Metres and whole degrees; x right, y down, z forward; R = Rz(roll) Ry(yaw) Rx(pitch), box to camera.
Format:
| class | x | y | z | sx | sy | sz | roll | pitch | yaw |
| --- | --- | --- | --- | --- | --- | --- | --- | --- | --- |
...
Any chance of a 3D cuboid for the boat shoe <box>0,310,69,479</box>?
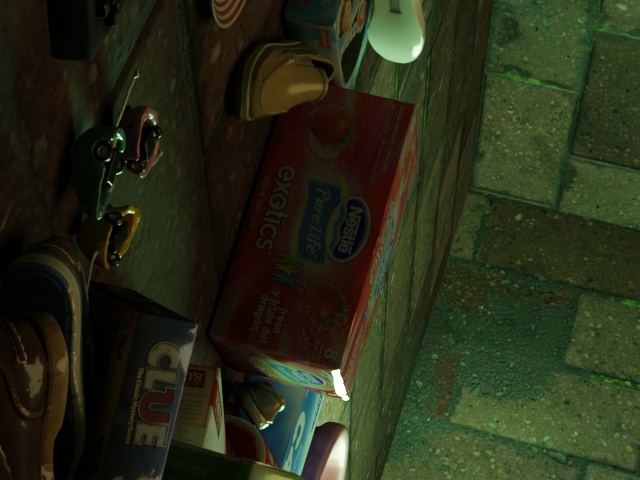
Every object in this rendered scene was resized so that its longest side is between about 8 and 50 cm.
| class | x | y | z | sx | sy | sz | roll | pitch | yaw |
| --- | --- | --- | --- | --- | --- | --- | --- | --- | --- |
| boat shoe | -0.198 | 0.137 | 0.854 | 0.073 | 0.073 | 0.207 | -13 | 120 | -36 |

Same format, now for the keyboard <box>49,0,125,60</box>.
| class | x | y | z | sx | sy | sz | roll | pitch | yaw |
| --- | --- | --- | --- | --- | --- | --- | --- | --- | --- |
| keyboard | -0.134 | -0.239 | 0.782 | 0.201 | 0.033 | 0.317 | -65 | 164 | -47 |

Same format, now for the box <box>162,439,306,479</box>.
| class | x | y | z | sx | sy | sz | roll | pitch | yaw |
| --- | --- | --- | --- | --- | --- | --- | --- | --- | --- |
| box | -0.136 | 0.298 | 1.007 | 0.058 | 0.232 | 0.322 | 21 | 80 | -36 |

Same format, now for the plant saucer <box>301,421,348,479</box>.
| class | x | y | z | sx | sy | sz | roll | pitch | yaw |
| --- | --- | --- | --- | --- | --- | --- | --- | --- | --- |
| plant saucer | -0.043 | 0.412 | 2.019 | 0.332 | 0.084 | 0.332 | 14 | 90 | -81 |

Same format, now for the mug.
| class | x | y | z | sx | sy | sz | roll | pitch | yaw |
| --- | --- | --- | --- | --- | --- | --- | --- | --- | --- |
| mug | -0.100 | 0.243 | 1.496 | 0.113 | 0.150 | 0.169 | -36 | 153 | -12 |

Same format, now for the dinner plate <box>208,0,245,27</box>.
| class | x | y | z | sx | sy | sz | roll | pitch | yaw |
| --- | --- | --- | --- | --- | --- | --- | --- | --- | --- |
| dinner plate | -0.071 | -0.243 | 1.160 | 0.141 | 0.017 | 0.141 | 15 | 90 | -80 |

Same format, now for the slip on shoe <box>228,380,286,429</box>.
| class | x | y | z | sx | sy | sz | roll | pitch | yaw |
| --- | --- | --- | --- | --- | --- | --- | --- | --- | --- |
| slip on shoe | -0.067 | 0.171 | 1.542 | 0.041 | 0.051 | 0.135 | -36 | -176 | -8 |

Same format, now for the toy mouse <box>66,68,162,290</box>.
| class | x | y | z | sx | sy | sz | roll | pitch | yaw |
| --- | --- | --- | --- | --- | --- | --- | --- | --- | --- |
| toy mouse | -0.142 | -0.055 | 0.977 | 0.161 | 0.031 | 0.143 | -62 | 163 | -55 |

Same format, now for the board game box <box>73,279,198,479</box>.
| class | x | y | z | sx | sy | sz | roll | pitch | yaw |
| --- | --- | --- | --- | --- | --- | --- | --- | --- | --- |
| board game box | -0.151 | 0.158 | 0.960 | 0.165 | 0.042 | 0.243 | -164 | -92 | -68 |

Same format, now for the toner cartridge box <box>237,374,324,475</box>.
| class | x | y | z | sx | sy | sz | roll | pitch | yaw |
| --- | --- | --- | --- | --- | --- | --- | --- | --- | --- |
| toner cartridge box | -0.064 | 0.255 | 1.709 | 0.165 | 0.075 | 0.348 | 82 | 24 | -68 |

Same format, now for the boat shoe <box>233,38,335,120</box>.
| class | x | y | z | sx | sy | sz | roll | pitch | yaw |
| --- | --- | --- | --- | --- | --- | --- | --- | --- | --- |
| boat shoe | -0.027 | -0.155 | 1.358 | 0.190 | 0.072 | 0.068 | -55 | 156 | -64 |

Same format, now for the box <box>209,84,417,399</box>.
| class | x | y | z | sx | sy | sz | roll | pitch | yaw |
| --- | --- | --- | --- | --- | --- | --- | --- | --- | --- |
| box | 0.000 | 0.000 | 1.520 | 0.154 | 0.142 | 0.300 | 77 | 29 | -71 |

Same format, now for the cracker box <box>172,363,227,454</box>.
| class | x | y | z | sx | sy | sz | roll | pitch | yaw |
| --- | --- | --- | --- | --- | --- | --- | --- | --- | --- |
| cracker box | -0.133 | 0.243 | 1.240 | 0.156 | 0.067 | 0.232 | 90 | 6 | -53 |

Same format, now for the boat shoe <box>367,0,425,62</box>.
| class | x | y | z | sx | sy | sz | roll | pitch | yaw |
| --- | --- | --- | --- | --- | --- | --- | --- | --- | --- |
| boat shoe | 0.082 | -0.264 | 1.520 | 0.184 | 0.066 | 0.063 | 71 | 34 | -55 |

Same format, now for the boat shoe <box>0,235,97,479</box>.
| class | x | y | z | sx | sy | sz | roll | pitch | yaw |
| --- | --- | --- | --- | --- | --- | --- | --- | --- | --- |
| boat shoe | -0.170 | 0.083 | 0.911 | 0.066 | 0.066 | 0.183 | -70 | 173 | -62 |

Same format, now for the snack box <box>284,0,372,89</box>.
| class | x | y | z | sx | sy | sz | roll | pitch | yaw |
| --- | --- | --- | --- | --- | --- | --- | --- | --- | --- |
| snack box | 0.040 | -0.326 | 1.538 | 0.187 | 0.060 | 0.322 | 76 | 29 | -69 |
